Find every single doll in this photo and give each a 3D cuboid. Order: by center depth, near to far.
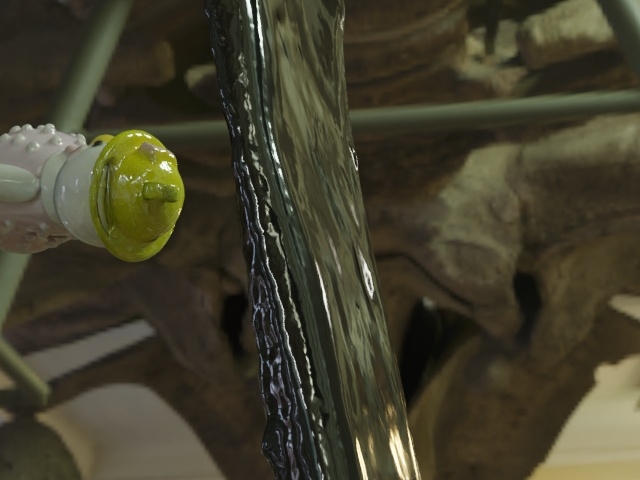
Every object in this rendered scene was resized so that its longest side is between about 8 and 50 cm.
[{"bbox_3d":[-0.148,-0.029,0.757,0.129,0.081,0.207,10,-4,-41],"label":"doll"}]

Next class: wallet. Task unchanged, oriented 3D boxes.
[{"bbox_3d":[0.001,0.000,0.445,0.030,0.285,0.146,-17,-24,14],"label":"wallet"}]
